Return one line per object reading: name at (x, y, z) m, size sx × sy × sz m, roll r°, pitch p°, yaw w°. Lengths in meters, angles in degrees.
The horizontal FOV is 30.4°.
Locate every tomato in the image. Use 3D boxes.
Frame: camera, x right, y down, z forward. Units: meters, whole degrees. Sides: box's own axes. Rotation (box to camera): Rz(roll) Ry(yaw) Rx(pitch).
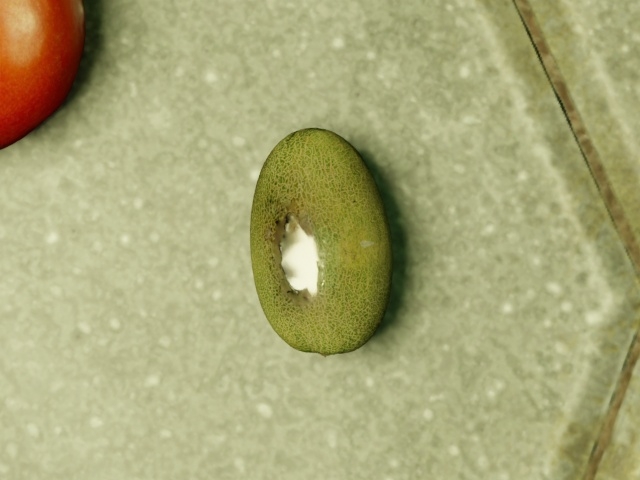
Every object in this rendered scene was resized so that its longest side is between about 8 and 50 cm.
tomato at (-0.257, -0.145, 0.791) m, size 0.195 × 0.136 × 0.195 m, roll -4°, pitch 108°, yaw -13°

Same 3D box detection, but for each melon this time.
melon at (0.000, 0.000, 0.820) m, size 0.099 × 0.099 × 0.162 m, roll -5°, pitch 83°, yaw -3°
